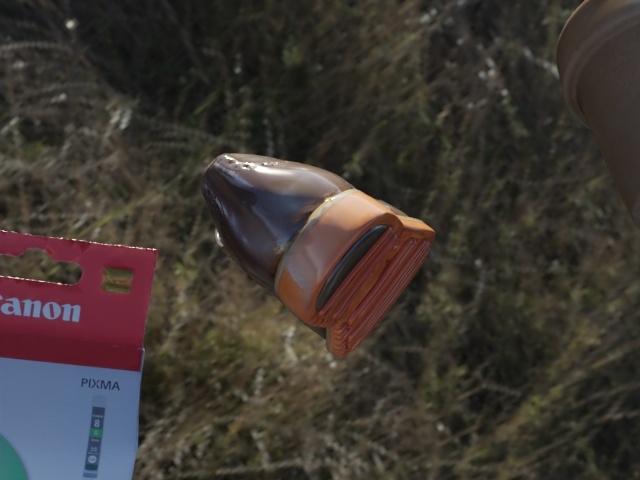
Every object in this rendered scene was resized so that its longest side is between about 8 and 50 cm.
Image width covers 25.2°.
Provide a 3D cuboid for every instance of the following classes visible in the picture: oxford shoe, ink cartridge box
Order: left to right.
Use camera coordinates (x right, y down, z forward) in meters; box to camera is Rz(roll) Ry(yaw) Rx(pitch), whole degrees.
[{"bbox_3d":[-0.218,0.109,1.037,0.181,0.225,0.056,7,17,-14],"label":"ink cartridge box"},{"bbox_3d":[0.000,0.000,1.138,0.132,0.130,0.364,36,-5,14],"label":"oxford shoe"}]

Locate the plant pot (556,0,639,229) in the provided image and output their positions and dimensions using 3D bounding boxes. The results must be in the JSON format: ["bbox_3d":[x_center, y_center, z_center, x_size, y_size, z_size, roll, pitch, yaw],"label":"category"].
[{"bbox_3d":[0.391,-0.126,1.522,0.263,0.263,0.229,25,50,-36],"label":"plant pot"}]
